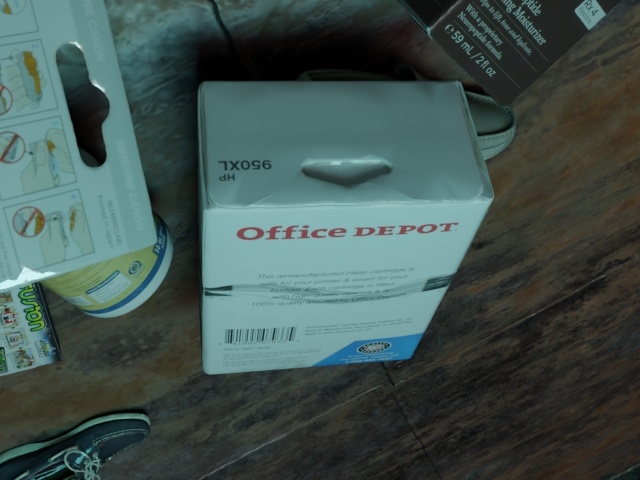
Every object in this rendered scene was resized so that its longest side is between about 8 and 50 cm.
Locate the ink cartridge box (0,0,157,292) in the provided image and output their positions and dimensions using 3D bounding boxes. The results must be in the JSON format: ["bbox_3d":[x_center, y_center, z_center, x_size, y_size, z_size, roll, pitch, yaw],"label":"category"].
[{"bbox_3d":[-0.369,-0.092,0.753,0.385,0.091,0.308,-18,107,-28],"label":"ink cartridge box"}]

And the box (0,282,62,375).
[{"bbox_3d":[-0.404,0.093,1.056,0.114,0.036,0.207,-13,138,-16],"label":"box"}]

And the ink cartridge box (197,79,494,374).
[{"bbox_3d":[0.000,0.000,0.978,0.285,0.166,0.395,-3,149,-10],"label":"ink cartridge box"}]

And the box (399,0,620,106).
[{"bbox_3d":[0.190,-0.289,0.873,0.203,0.167,0.168,-43,137,18],"label":"box"}]

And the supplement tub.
[{"bbox_3d":[-0.274,-0.015,0.928,0.144,0.144,0.200,-33,140,7],"label":"supplement tub"}]

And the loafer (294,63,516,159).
[{"bbox_3d":[0.108,-0.155,1.014,0.319,0.112,0.111,-4,143,-24],"label":"loafer"}]

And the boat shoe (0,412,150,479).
[{"bbox_3d":[-0.383,0.341,1.293,0.254,0.079,0.095,-15,138,-14],"label":"boat shoe"}]
